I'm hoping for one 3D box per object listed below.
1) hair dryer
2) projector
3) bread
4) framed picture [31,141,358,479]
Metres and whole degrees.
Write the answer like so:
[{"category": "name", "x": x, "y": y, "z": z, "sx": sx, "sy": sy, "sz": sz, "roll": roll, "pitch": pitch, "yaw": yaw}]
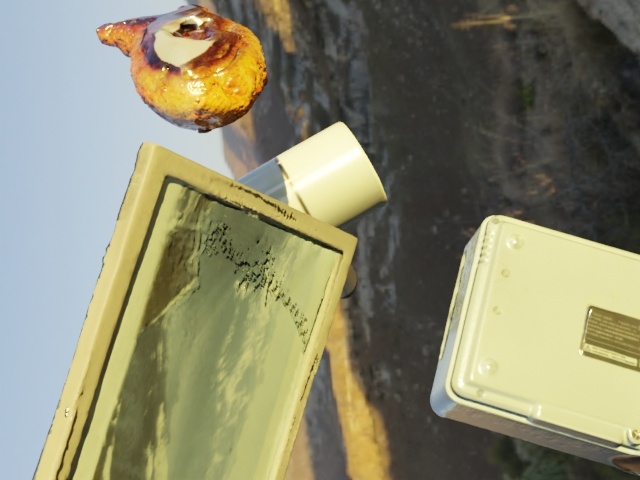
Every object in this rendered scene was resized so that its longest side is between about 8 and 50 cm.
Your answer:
[{"category": "hair dryer", "x": 0.000, "y": 0.000, "z": 1.242, "sx": 0.128, "sy": 0.203, "sz": 0.362, "roll": 58, "pitch": 178, "yaw": 30}, {"category": "projector", "x": 0.248, "y": 0.100, "z": 0.805, "sx": 0.099, "sy": 0.257, "sz": 0.191, "roll": 104, "pitch": -178, "yaw": -69}, {"category": "bread", "x": -0.139, "y": -0.187, "z": 0.919, "sx": 0.269, "sy": 0.140, "sz": 0.095, "roll": -137, "pitch": 36, "yaw": -55}, {"category": "framed picture", "x": -0.091, "y": 0.123, "z": 0.654, "sx": 0.247, "sy": 0.022, "sz": 0.334, "roll": 25, "pitch": -100, "yaw": -51}]
